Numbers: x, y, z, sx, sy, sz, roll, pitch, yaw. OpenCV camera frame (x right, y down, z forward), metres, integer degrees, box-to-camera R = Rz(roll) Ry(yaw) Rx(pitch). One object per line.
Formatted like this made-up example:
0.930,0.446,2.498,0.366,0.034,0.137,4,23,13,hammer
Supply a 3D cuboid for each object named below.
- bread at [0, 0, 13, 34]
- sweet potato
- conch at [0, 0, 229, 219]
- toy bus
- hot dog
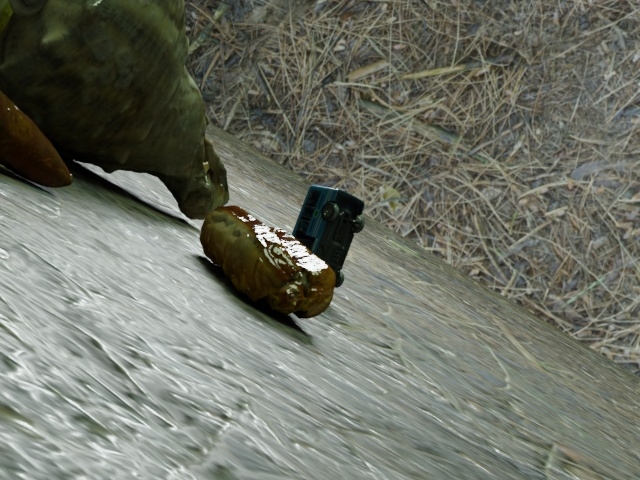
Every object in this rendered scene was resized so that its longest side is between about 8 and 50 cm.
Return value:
-0.259,-0.170,1.551,0.213,0.105,0.213,36,3,-2,bread
-0.213,-0.076,1.012,0.078,0.058,0.255,47,5,13,sweet potato
-0.178,-0.133,1.354,0.210,0.159,0.291,48,-21,55,conch
0.000,0.000,1.383,0.046,0.083,0.038,16,-6,44,toy bus
-0.036,0.015,1.179,0.071,0.045,0.165,30,3,-20,hot dog
